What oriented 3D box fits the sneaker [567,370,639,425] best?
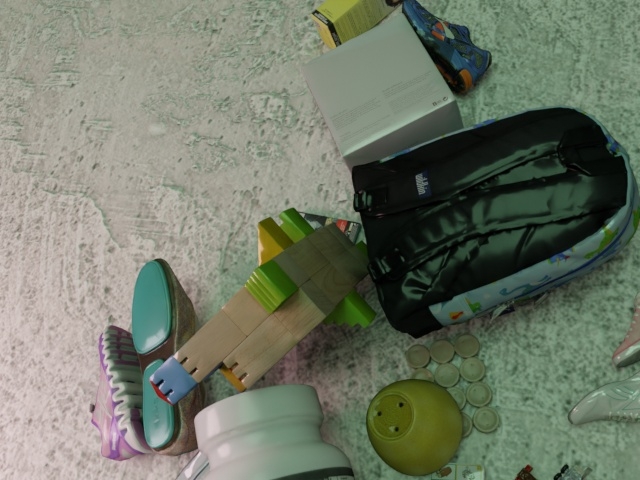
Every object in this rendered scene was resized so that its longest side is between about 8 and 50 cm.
[{"bbox_3d":[0.400,0.213,0.988,0.152,0.053,0.061,-25,63,5],"label":"sneaker"}]

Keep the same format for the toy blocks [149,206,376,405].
[{"bbox_3d":[-0.075,0.115,1.065,0.261,0.381,0.190,-44,86,19],"label":"toy blocks"}]

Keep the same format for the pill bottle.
[{"bbox_3d":[-0.042,0.381,0.954,0.210,0.210,0.362,-20,65,9],"label":"pill bottle"}]

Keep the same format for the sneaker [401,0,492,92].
[{"bbox_3d":[0.214,-0.347,1.320,0.087,0.083,0.221,-29,64,-12],"label":"sneaker"}]

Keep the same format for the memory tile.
[{"bbox_3d":[0.187,0.211,1.086,0.113,0.012,0.148,-16,62,11],"label":"memory tile"}]

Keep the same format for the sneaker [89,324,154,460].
[{"bbox_3d":[-0.325,0.247,1.205,0.104,0.095,0.236,-38,54,21],"label":"sneaker"}]

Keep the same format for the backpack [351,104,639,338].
[{"bbox_3d":[0.260,-0.040,1.066,0.356,0.273,0.290,-32,54,27],"label":"backpack"}]

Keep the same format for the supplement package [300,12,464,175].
[{"bbox_3d":[0.105,-0.217,1.242,0.194,0.149,0.203,-26,60,6],"label":"supplement package"}]

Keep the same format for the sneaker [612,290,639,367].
[{"bbox_3d":[0.436,0.112,1.027,0.134,0.051,0.070,-35,58,-3],"label":"sneaker"}]

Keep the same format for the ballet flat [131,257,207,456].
[{"bbox_3d":[-0.231,0.183,1.189,0.108,0.106,0.315,-24,61,31],"label":"ballet flat"}]

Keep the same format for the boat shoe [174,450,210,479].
[{"bbox_3d":[-0.172,0.357,1.112,0.076,0.083,0.226,43,83,3],"label":"boat shoe"}]

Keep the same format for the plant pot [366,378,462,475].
[{"bbox_3d":[0.115,0.247,1.032,0.134,0.095,0.134,-11,64,25],"label":"plant pot"}]

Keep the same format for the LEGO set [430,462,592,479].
[{"bbox_3d":[0.260,0.381,0.969,0.244,0.060,0.182,-9,62,28],"label":"LEGO set"}]

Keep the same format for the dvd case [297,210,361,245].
[{"bbox_3d":[0.000,0.000,1.252,0.120,0.013,0.087,11,69,22],"label":"dvd case"}]

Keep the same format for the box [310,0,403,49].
[{"bbox_3d":[0.095,-0.453,1.398,0.232,0.087,0.058,-41,59,-2],"label":"box"}]
